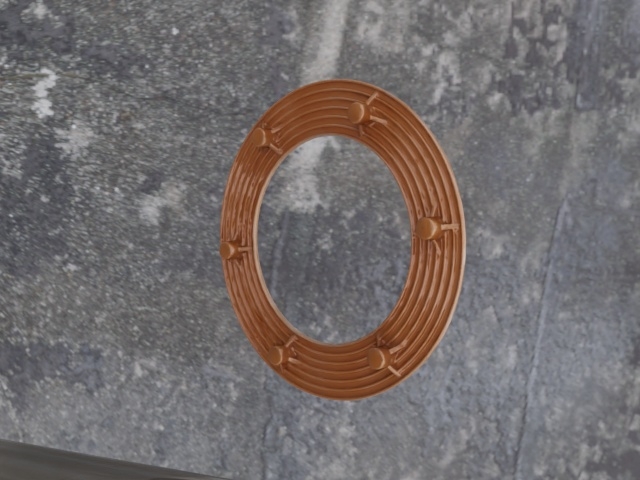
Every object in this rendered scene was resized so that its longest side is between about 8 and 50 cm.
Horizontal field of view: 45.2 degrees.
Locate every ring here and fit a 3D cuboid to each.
[{"bbox_3d":[0.000,0.000,0.803,0.032,0.336,0.337,-2,102,-49],"label":"ring"}]

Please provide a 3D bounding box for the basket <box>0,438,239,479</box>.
[{"bbox_3d":[-0.188,0.261,0.640,0.226,0.204,0.154,19,120,-7],"label":"basket"}]
